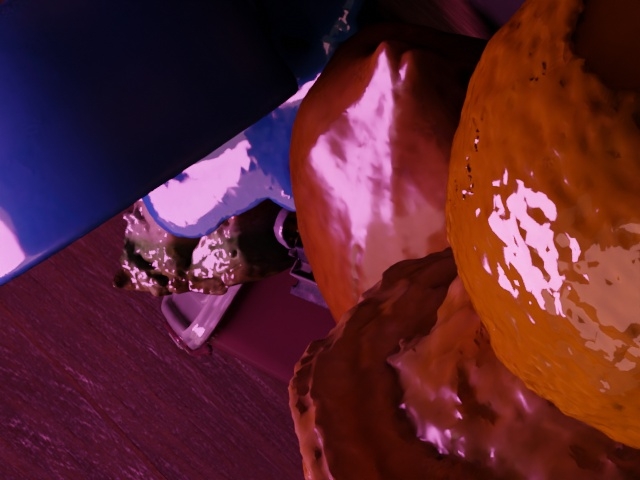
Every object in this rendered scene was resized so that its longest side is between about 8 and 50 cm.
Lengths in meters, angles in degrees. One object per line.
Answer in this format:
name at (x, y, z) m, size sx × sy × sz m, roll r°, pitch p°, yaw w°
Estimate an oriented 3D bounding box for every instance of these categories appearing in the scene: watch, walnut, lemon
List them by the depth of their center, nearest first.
lemon at (0.127, -0.019, 0.548) m, size 0.180 × 0.180 × 0.193 m, roll 43°, pitch 137°, yaw -15°
watch at (-0.105, -0.095, 0.973) m, size 0.305 × 0.274 × 0.241 m, roll -30°, pitch 96°, yaw 42°
walnut at (0.084, -0.021, 0.975) m, size 0.209 × 0.209 × 0.336 m, roll 40°, pitch 168°, yaw 33°

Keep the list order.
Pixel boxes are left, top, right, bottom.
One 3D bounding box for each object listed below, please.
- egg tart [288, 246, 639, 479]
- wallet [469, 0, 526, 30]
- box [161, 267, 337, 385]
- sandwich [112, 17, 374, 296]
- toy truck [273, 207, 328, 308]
egg tart at (0.147, 0.071, 0.695) m, size 0.319 × 0.319 × 0.128 m, roll 40°, pitch 137°, yaw 30°
wallet at (0.203, -0.028, 0.770) m, size 0.323 × 0.041 × 0.247 m, roll 38°, pitch 178°, yaw -20°
box at (0.000, 0.000, 1.507) m, size 0.167 × 0.294 × 0.193 m, roll 32°, pitch 180°, yaw -17°
sandwich at (-0.025, -0.090, 1.225) m, size 0.109 × 0.292 × 0.212 m, roll 12°, pitch 116°, yaw 46°
toy truck at (0.045, -0.039, 1.163) m, size 0.083 × 0.192 × 0.092 m, roll 20°, pitch 168°, yaw 44°
